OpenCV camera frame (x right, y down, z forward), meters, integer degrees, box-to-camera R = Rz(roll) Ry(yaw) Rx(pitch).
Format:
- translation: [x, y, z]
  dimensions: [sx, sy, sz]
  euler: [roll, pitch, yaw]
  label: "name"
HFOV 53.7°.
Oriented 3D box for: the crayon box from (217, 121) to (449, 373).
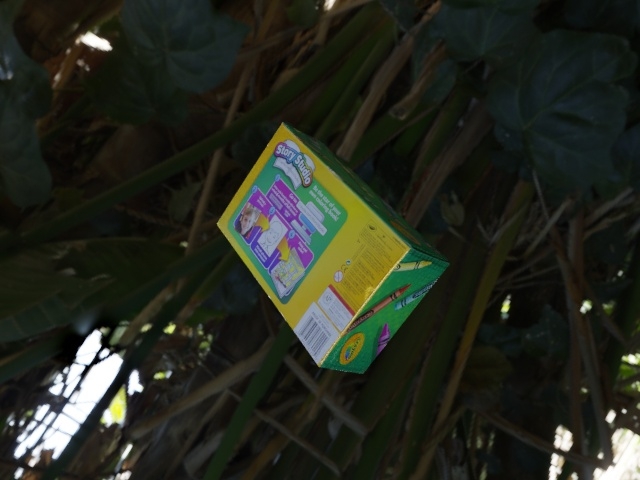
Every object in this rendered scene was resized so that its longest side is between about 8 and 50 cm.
- translation: [0.000, 0.000, 0.755]
  dimensions: [0.081, 0.165, 0.278]
  euler: [19, -158, -46]
  label: "crayon box"
